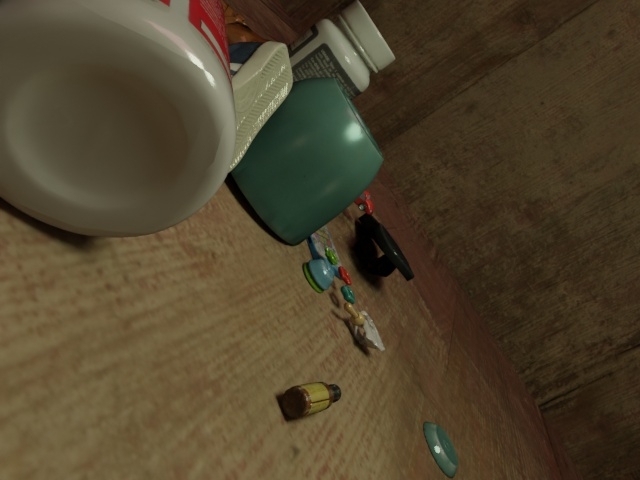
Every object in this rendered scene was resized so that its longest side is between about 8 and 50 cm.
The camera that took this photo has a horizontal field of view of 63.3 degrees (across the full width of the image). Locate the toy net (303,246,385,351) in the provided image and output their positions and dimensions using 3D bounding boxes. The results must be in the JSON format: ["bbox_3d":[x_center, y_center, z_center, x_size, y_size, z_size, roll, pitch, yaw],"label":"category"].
[{"bbox_3d":[0.052,0.126,1.043,0.232,0.045,0.122,57,15,-4],"label":"toy net"}]

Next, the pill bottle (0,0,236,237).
[{"bbox_3d":[-0.217,-0.213,0.575,0.229,0.229,0.408,43,21,-38],"label":"pill bottle"}]

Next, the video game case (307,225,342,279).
[{"bbox_3d":[0.000,0.000,1.170,0.119,0.015,0.166,38,25,-48],"label":"video game case"}]

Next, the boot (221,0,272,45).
[{"bbox_3d":[-0.234,-0.584,1.467,0.220,0.109,0.284,46,26,-20],"label":"boot"}]

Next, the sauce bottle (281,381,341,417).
[{"bbox_3d":[-0.007,0.215,0.709,0.128,0.042,0.042,26,34,-63],"label":"sauce bottle"}]

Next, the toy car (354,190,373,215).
[{"bbox_3d":[0.046,-0.183,1.502,0.225,0.053,0.239,27,17,-45],"label":"toy car"}]

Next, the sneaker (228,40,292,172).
[{"bbox_3d":[-0.180,-0.211,0.830,0.350,0.148,0.131,-56,150,-42],"label":"sneaker"}]

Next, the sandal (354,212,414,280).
[{"bbox_3d":[0.161,0.031,1.458,0.168,0.107,0.446,53,4,-9],"label":"sandal"}]

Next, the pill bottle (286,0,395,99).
[{"bbox_3d":[-0.006,-0.422,1.321,0.204,0.361,0.204,50,18,-23],"label":"pill bottle"}]

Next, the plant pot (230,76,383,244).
[{"bbox_3d":[-0.021,-0.175,1.014,0.293,0.235,0.293,55,13,-20],"label":"plant pot"}]

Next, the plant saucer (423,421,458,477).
[{"bbox_3d":[0.257,0.434,1.091,0.119,0.021,0.119,51,17,-22],"label":"plant saucer"}]
